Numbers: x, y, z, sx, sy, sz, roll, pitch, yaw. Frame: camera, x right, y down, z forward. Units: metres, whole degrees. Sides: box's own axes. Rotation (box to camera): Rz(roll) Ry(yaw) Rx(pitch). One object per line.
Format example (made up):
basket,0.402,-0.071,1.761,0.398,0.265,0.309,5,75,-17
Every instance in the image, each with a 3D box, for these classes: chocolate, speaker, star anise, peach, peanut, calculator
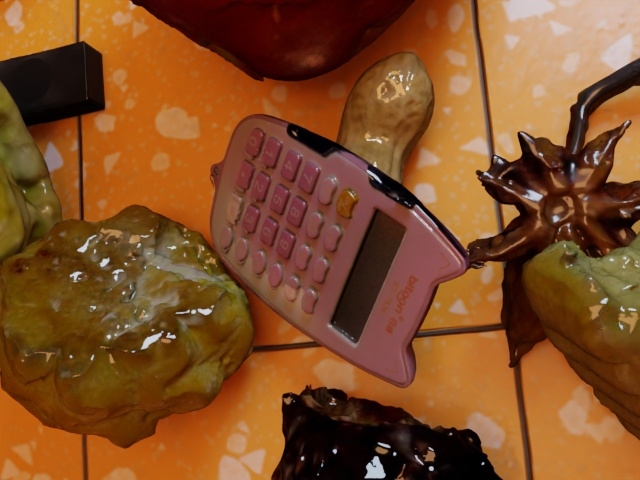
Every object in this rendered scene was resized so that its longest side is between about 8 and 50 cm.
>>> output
chocolate,0.046,0.199,0.738,0.206,0.224,0.177,-32,50,11
speaker,-0.380,-0.185,0.995,0.218,0.044,0.082,-8,79,16
star anise,0.255,-0.037,0.727,0.237,0.148,0.347,26,87,-2
peach,-0.015,-0.365,0.770,0.353,0.339,0.417,28,89,-18
peanut,0.052,-0.084,0.811,0.103,0.098,0.230,16,88,50
calculator,0.001,-0.001,0.763,0.294,0.043,0.194,35,123,24

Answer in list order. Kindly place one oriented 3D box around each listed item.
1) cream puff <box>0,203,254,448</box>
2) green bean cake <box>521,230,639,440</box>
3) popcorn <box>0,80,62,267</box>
cream puff,-0.206,0.098,0.839,0.281,0.185,0.282,-1,42,1
green bean cake,0.306,0.039,0.611,0.236,0.124,0.233,-42,110,-3
popcorn,-0.450,-0.059,0.868,0.312,0.312,0.313,-3,80,17
